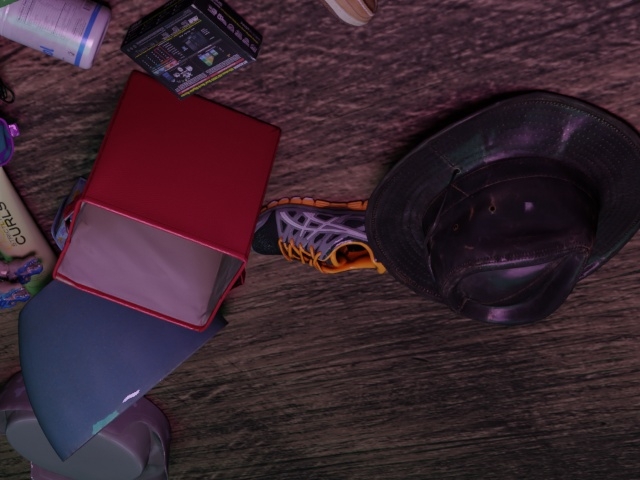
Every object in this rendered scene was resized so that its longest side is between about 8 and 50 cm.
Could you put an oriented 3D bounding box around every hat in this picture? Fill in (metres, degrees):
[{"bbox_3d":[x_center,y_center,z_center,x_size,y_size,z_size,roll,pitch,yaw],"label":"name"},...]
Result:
[{"bbox_3d":[0.213,0.004,1.215,0.332,0.134,0.331,0,134,0],"label":"hat"}]

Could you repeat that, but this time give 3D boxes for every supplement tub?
[{"bbox_3d":[-0.278,-0.229,1.161,0.107,0.071,0.071,21,144,-10],"label":"supplement tub"}]

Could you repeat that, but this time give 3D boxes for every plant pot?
[{"bbox_3d":[-0.300,0.134,1.535,0.195,0.290,0.290,50,139,1],"label":"plant pot"}]

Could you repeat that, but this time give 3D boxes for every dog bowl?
[{"bbox_3d":[-0.425,0.343,1.978,0.349,0.102,0.348,8,144,6],"label":"dog bowl"}]

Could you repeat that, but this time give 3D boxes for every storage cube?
[{"bbox_3d":[-0.173,-0.041,1.282,0.215,0.193,0.183,20,144,-11],"label":"storage cube"}]

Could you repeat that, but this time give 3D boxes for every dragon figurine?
[{"bbox_3d":[-0.517,0.031,1.461,0.289,0.085,0.144,-5,120,-4],"label":"dragon figurine"}]

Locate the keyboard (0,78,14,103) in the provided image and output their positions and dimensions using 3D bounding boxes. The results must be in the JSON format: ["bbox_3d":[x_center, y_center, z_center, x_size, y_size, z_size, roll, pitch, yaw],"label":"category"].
[{"bbox_3d":[-0.413,-0.201,1.273,0.100,0.038,0.192,10,146,6],"label":"keyboard"}]

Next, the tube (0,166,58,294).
[{"bbox_3d":[-0.424,-0.022,1.511,0.070,0.062,0.240,-31,136,-11],"label":"tube"}]

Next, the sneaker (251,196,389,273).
[{"bbox_3d":[0.000,0.000,1.377,0.215,0.083,0.084,-4,143,25],"label":"sneaker"}]

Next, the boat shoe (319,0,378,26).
[{"bbox_3d":[0.010,-0.275,1.011,0.072,0.068,0.190,-22,133,24],"label":"boat shoe"}]

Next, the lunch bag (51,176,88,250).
[{"bbox_3d":[-0.315,-0.029,1.450,0.053,0.071,0.083,22,145,-14],"label":"lunch bag"}]

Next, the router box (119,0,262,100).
[{"bbox_3d":[-0.135,-0.207,1.171,0.122,0.038,0.092,-20,133,39],"label":"router box"}]

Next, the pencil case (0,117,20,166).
[{"bbox_3d":[-0.442,-0.118,1.359,0.152,0.070,0.064,1,114,34],"label":"pencil case"}]

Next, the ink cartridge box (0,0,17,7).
[{"bbox_3d":[-0.243,-0.316,0.945,0.087,0.153,0.208,48,149,17],"label":"ink cartridge box"}]
